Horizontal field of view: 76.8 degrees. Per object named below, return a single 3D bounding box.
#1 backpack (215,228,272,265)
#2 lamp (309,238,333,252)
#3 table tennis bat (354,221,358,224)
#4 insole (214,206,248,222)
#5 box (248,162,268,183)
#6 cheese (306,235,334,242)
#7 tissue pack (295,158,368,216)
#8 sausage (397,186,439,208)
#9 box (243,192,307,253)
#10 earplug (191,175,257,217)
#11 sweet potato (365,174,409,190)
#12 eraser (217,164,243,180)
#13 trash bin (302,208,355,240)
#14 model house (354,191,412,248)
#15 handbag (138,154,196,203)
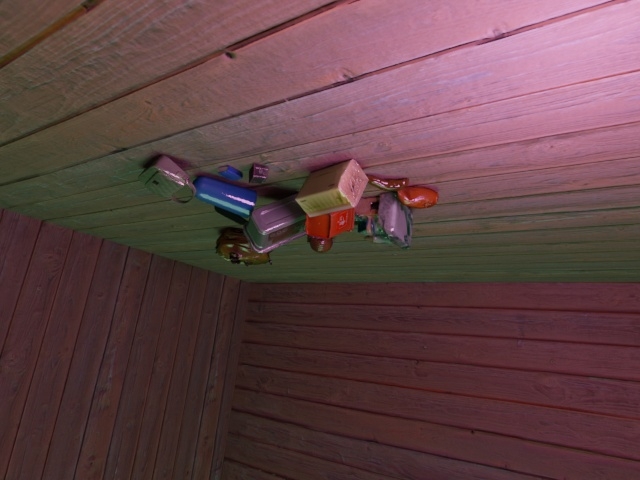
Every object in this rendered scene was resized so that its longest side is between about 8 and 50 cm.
[{"bbox_3d":[-0.486,0.060,2.595,0.377,0.201,0.353,11,168,-7],"label":"backpack"},{"bbox_3d":[0.004,0.006,2.332,0.136,0.136,0.136,6,165,2],"label":"lamp"},{"bbox_3d":[0.163,-0.106,2.085,0.234,0.022,0.131,4,166,-1],"label":"table tennis bat"},{"bbox_3d":[-0.486,-0.138,2.225,0.110,0.012,0.309,-1,163,21],"label":"insole"},{"bbox_3d":[-0.247,-0.263,1.608,0.063,0.060,0.084,4,166,-23],"label":"box"},{"bbox_3d":[-0.002,-0.002,2.464,0.171,0.048,0.092,2,167,14],"label":"cheese"},{"bbox_3d":[0.042,-0.193,1.516,0.234,0.159,0.125,-8,135,44],"label":"tissue pack"},{"bbox_3d":[0.389,-0.173,1.627,0.179,0.089,0.089,6,165,-9],"label":"sausage"},{"bbox_3d":[-0.182,-0.089,1.826,0.311,0.175,0.182,-24,162,-22],"label":"box"},{"bbox_3d":[-0.431,-0.202,1.779,0.272,0.133,0.132,18,161,-27],"label":"earplug"},{"bbox_3d":[0.251,-0.221,1.571,0.182,0.053,0.054,7,170,-3],"label":"sweet potato"},{"bbox_3d":[-0.371,-0.275,1.658,0.063,0.027,0.084,-3,162,34],"label":"eraser"},{"bbox_3d":[0.027,-0.101,1.721,0.184,0.161,0.238,13,-157,24],"label":"trash bin"},{"bbox_3d":[0.232,-0.079,1.852,0.324,0.194,0.267,1,164,30],"label":"model house"},{"bbox_3d":[-0.627,-0.235,1.687,0.219,0.079,0.256,41,148,-26],"label":"handbag"}]
